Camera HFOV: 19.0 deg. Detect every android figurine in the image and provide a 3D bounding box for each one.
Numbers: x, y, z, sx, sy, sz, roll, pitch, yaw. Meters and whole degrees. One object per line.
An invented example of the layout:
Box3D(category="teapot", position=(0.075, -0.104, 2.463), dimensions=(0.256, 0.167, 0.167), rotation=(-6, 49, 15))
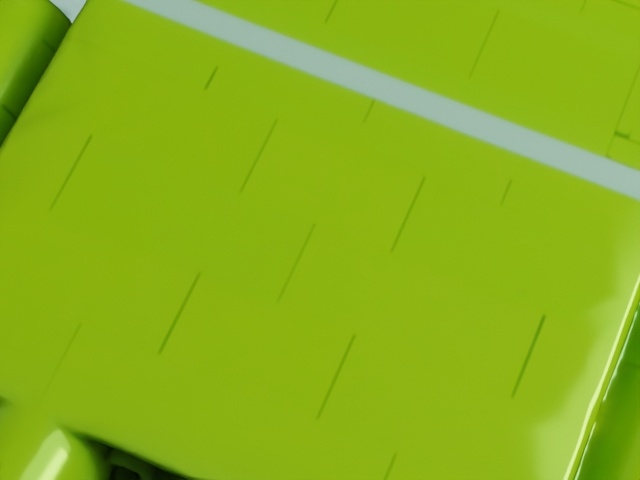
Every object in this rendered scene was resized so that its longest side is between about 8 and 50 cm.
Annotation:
Box3D(category="android figurine", position=(0.000, 0.000, 0.507), dimensions=(0.248, 0.056, 0.273), rotation=(20, 60, 6))
